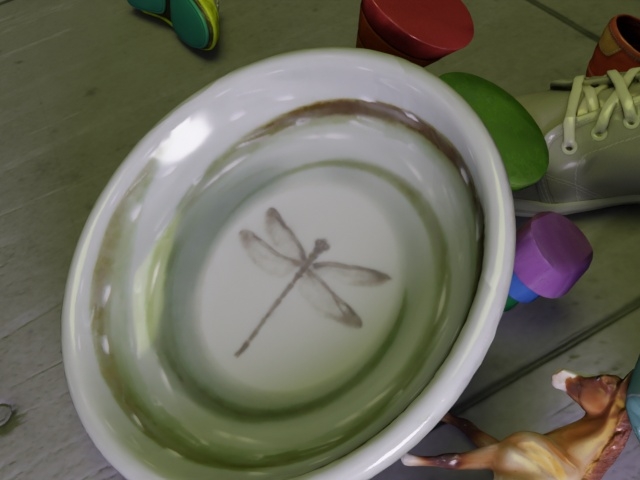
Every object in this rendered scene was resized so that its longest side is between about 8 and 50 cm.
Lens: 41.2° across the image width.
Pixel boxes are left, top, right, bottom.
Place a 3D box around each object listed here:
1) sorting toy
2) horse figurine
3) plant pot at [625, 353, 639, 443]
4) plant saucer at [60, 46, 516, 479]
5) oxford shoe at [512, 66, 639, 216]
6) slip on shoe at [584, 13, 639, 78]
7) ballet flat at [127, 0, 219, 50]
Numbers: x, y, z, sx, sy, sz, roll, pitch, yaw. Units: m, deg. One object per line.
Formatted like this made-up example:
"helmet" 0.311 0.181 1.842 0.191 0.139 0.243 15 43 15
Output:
"sorting toy" 0.114 -0.089 0.794 0.127 0.126 0.366 -5 60 -36
"horse figurine" 0.118 0.197 0.591 0.174 0.066 0.263 4 44 23
"plant pot" 0.332 0.099 0.501 0.235 0.293 0.293 -34 47 -2
"plant saucer" -0.028 0.030 0.711 0.400 0.100 0.401 -12 60 21
"oxford shoe" 0.287 -0.109 0.815 0.449 0.130 0.169 4 51 19
"slip on shoe" 0.444 -0.177 0.869 0.331 0.101 0.123 8 46 17
"ballet flat" -0.186 -0.328 1.172 0.077 0.077 0.231 -22 41 -33
